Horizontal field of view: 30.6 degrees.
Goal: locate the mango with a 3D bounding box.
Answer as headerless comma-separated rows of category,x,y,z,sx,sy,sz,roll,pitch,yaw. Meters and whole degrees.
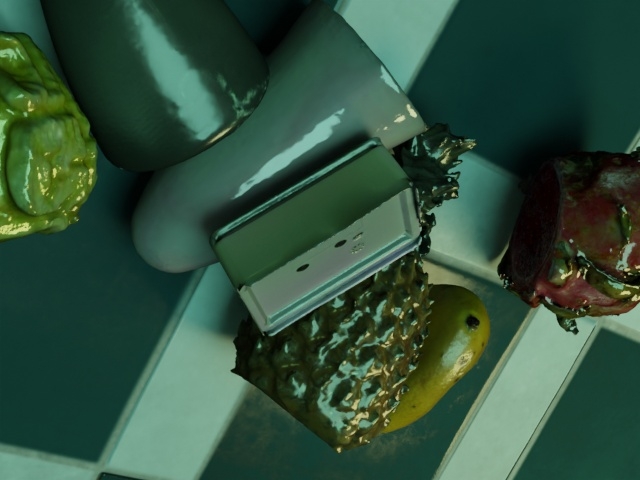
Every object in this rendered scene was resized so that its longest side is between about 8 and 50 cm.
mango,0.114,0.143,1.403,0.109,0.147,0.227,29,121,-20

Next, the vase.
vase,-0.186,-0.232,1.014,0.173,0.173,0.321,-35,121,-11

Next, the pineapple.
pineapple,0.053,0.034,1.277,0.202,0.202,0.362,27,92,-38

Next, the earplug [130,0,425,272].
earplug,-0.064,-0.080,1.173,0.301,0.172,0.172,-40,129,2

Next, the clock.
clock,0.000,0.000,1.136,0.192,0.071,0.147,-31,157,-5

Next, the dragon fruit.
dragon fruit,0.302,0.002,1.402,0.147,0.211,0.282,7,129,-20

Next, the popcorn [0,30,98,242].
popcorn,-0.292,-0.078,1.020,0.186,0.187,0.167,-20,85,-9
